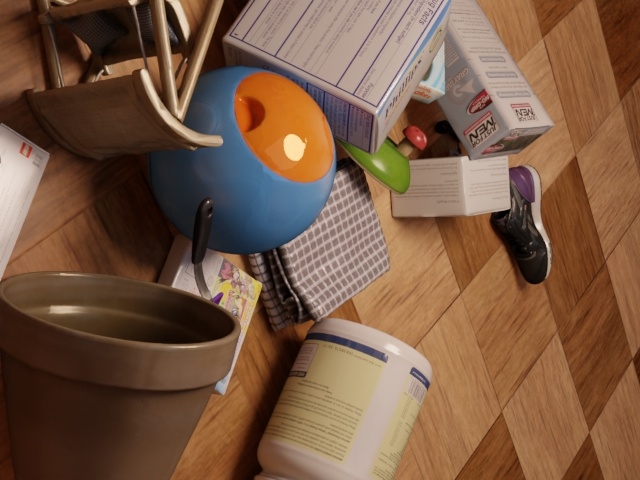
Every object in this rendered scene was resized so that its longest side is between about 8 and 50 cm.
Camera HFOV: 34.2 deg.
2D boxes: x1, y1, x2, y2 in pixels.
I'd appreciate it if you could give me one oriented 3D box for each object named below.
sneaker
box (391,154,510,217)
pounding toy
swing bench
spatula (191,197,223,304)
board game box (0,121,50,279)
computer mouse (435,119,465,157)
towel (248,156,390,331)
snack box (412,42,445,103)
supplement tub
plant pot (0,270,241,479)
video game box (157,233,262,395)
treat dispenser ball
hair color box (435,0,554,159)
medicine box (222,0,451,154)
[{"bbox_3d":[0.452,-0.028,2.435,0.124,0.107,0.283,-16,98,-34],"label":"sneaker"},{"bbox_3d":[0.266,-0.112,2.129,0.182,0.181,0.119,-9,97,-50],"label":"box"},{"bbox_3d":[0.107,-0.198,1.902,0.110,0.237,0.183,-47,135,14],"label":"pounding toy"},{"bbox_3d":[-0.271,-0.249,1.441,0.165,0.253,0.255,11,80,-49],"label":"swing bench"},{"bbox_3d":[-0.175,0.049,1.534,0.084,0.030,0.296,-43,152,-39],"label":"spatula"},{"bbox_3d":[-0.483,-0.023,1.337,0.193,0.053,0.305,37,62,-44],"label":"board game box"},{"bbox_3d":[0.291,-0.163,2.273,0.106,0.042,0.193,4,81,-54],"label":"computer mouse"},{"bbox_3d":[0.000,0.000,1.859,0.283,0.121,0.235,-35,114,-45],"label":"towel"},{"bbox_3d":[0.142,-0.428,1.925,0.187,0.060,0.322,15,64,-31],"label":"snack box"},{"bbox_3d":[0.033,0.322,1.789,0.235,0.235,0.325,41,66,-42],"label":"supplement tub"},{"bbox_3d":[-0.289,0.217,1.401,0.323,0.323,0.280,-1,106,-50],"label":"plant pot"},{"bbox_3d":[-0.194,0.121,1.682,0.187,0.048,0.205,38,61,-40],"label":"video game box"},{"bbox_3d":[-0.119,-0.121,1.591,0.288,0.288,0.288,2,88,-50],"label":"treat dispenser ball"},{"bbox_3d":[0.295,-0.350,2.096,0.185,0.113,0.374,-11,67,-49],"label":"hair color box"},{"bbox_3d":[0.028,-0.331,1.724,0.263,0.289,0.149,-58,169,-20],"label":"medicine box"}]
